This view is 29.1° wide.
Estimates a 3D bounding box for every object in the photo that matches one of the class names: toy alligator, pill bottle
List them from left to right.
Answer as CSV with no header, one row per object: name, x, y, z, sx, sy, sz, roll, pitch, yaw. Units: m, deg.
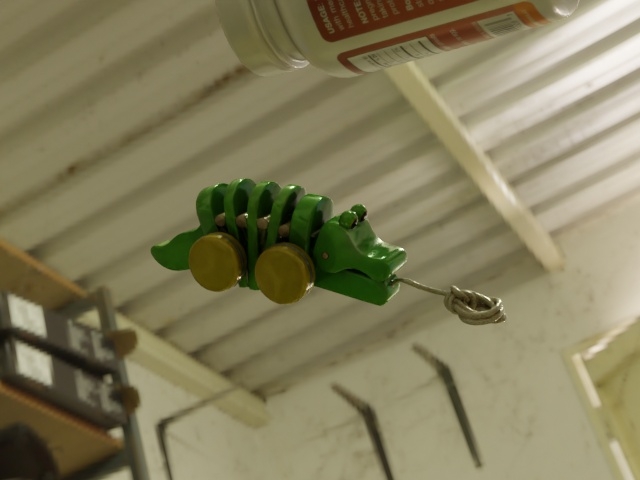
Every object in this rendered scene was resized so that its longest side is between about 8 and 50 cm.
toy alligator,0.000,0.000,0.591,0.189,0.051,0.056,8,20,26
pill bottle,0.046,-0.174,0.782,0.216,0.121,0.121,-11,-26,27
